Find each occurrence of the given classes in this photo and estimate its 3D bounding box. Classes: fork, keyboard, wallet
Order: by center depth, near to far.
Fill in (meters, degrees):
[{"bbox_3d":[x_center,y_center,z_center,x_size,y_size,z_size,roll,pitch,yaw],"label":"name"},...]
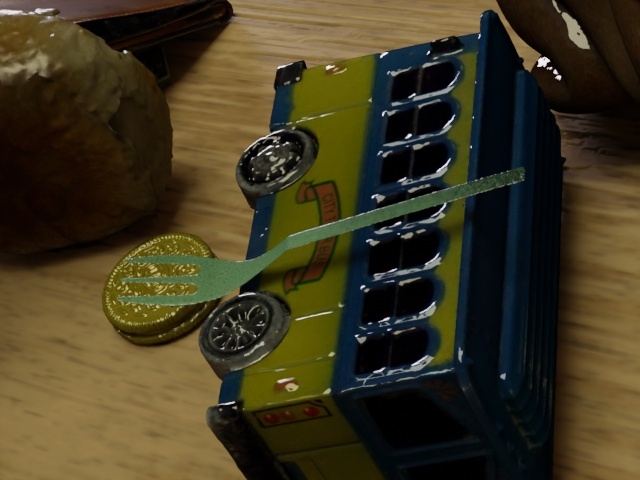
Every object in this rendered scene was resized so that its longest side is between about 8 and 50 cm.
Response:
[{"bbox_3d":[0.001,0.001,1.008,0.235,0.021,0.039,-14,47,20],"label":"fork"},{"bbox_3d":[-0.188,-0.161,1.425,0.161,0.042,0.195,12,20,36],"label":"wallet"},{"bbox_3d":[-0.174,-0.108,1.440,0.129,0.015,0.049,-26,40,6],"label":"keyboard"}]

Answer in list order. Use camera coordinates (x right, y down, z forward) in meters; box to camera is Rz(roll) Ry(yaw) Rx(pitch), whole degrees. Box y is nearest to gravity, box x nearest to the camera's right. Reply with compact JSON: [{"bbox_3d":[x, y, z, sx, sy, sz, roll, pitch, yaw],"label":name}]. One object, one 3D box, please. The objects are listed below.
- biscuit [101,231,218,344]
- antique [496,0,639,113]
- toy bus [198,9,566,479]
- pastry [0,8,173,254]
[{"bbox_3d":[-0.104,0.031,1.249,0.084,0.023,0.084,-17,42,16],"label":"biscuit"},{"bbox_3d":[0.189,-0.155,1.103,0.121,0.143,0.257,-25,14,-16],"label":"antique"},{"bbox_3d":[0.046,0.018,1.083,0.175,0.138,0.288,-12,43,22],"label":"toy bus"},{"bbox_3d":[-0.202,-0.076,1.295,0.192,0.182,0.093,-9,46,21],"label":"pastry"}]
